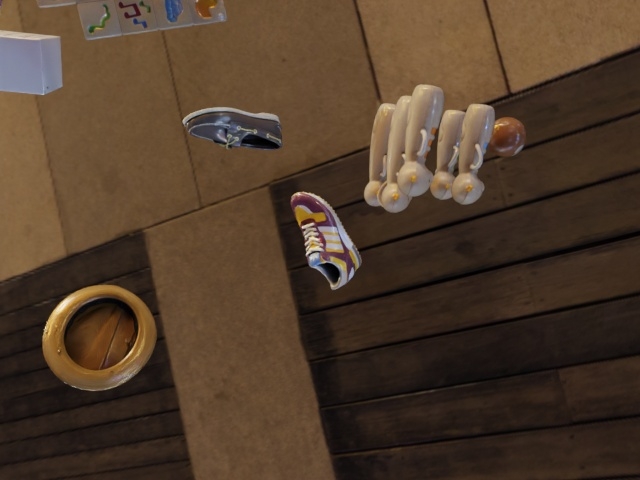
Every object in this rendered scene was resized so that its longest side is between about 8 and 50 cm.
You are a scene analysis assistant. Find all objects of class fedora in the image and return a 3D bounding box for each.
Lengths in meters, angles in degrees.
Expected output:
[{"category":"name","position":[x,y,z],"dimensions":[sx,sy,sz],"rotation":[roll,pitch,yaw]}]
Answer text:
[{"category":"fedora","position":[-0.384,0.175,1.066],"dimensions":[0.194,0.194,0.079],"rotation":[58,145,15]}]

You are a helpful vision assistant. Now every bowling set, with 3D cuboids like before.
[{"category":"bowling set","position":[0.173,-0.101,0.811],"dimensions":[0.200,0.287,0.154],"rotation":[9,97,-3]}]

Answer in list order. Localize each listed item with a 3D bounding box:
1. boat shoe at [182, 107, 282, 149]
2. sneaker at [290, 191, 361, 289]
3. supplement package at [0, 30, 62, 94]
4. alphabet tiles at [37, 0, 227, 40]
[{"category":"boat shoe","position":[-0.174,-0.226,1.268],"dimensions":[0.081,0.228,0.068],"rotation":[-28,73,48]},{"category":"sneaker","position":[0.000,0.000,1.092],"dimensions":[0.070,0.084,0.185],"rotation":[-24,108,47]},{"category":"supplement package","position":[-0.614,-0.352,1.193],"dimensions":[0.179,0.105,0.105],"rotation":[5,111,-5]},{"category":"alphabet tiles","position":[-0.291,-0.479,0.978],"dimensions":[0.343,0.011,0.285],"rotation":[-13,94,-14]}]
